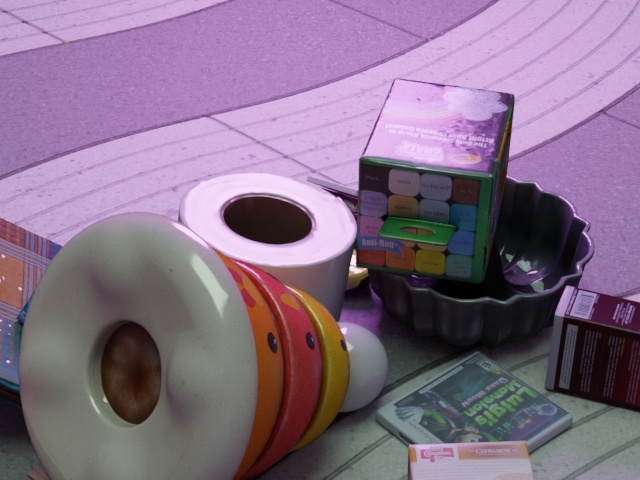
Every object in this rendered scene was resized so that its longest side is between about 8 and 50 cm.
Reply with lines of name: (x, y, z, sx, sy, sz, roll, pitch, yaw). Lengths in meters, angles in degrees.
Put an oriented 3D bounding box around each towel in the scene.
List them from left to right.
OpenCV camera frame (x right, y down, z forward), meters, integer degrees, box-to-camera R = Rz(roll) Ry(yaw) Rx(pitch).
towel: (-0.407, 0.093, 1.831, 0.271, 0.040, 0.370, 28, 24, -25)

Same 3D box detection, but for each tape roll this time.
tape roll: (-0.082, 0.037, 1.882, 0.246, 0.169, 0.246, 8, 31, -5)

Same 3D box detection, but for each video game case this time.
video game case: (0.040, -0.078, 2.148, 0.087, 0.011, 0.122, 18, 1, 23)
video game case: (0.198, 0.228, 1.766, 0.190, 0.022, 0.173, -26, 43, -32)

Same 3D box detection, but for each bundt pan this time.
bundt pan: (0.218, 0.037, 1.951, 0.330, 0.124, 0.331, 0, 34, 0)

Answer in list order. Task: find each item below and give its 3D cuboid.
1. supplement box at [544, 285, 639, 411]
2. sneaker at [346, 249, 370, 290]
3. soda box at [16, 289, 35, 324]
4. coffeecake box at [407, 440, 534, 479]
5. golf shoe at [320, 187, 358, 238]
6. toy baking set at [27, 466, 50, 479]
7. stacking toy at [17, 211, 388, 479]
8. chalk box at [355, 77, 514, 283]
supplement box: (0.421, 0.153, 1.781, 0.239, 0.130, 0.073, 14, 37, 17)
sneaker: (0.000, 0.000, 2.027, 0.081, 0.094, 0.208, -24, 43, -33)
soda box: (-0.313, 0.079, 1.853, 0.067, 0.071, 0.210, 41, 22, 11)
coffeecake box: (0.178, 0.323, 1.574, 0.142, 0.068, 0.185, -2, 42, -1)
golf shoe: (0.047, -0.032, 2.114, 0.186, 0.068, 0.086, 19, 1, 37)
toy baking set: (-0.313, 0.348, 1.590, 0.196, 0.030, 0.256, -15, 34, -14)
stacking toy: (-0.085, 0.147, 1.643, 0.350, 0.351, 0.480, 29, 16, 34)
chalk box: (0.149, -0.064, 1.837, 0.180, 0.179, 0.289, 9, 37, 11)
